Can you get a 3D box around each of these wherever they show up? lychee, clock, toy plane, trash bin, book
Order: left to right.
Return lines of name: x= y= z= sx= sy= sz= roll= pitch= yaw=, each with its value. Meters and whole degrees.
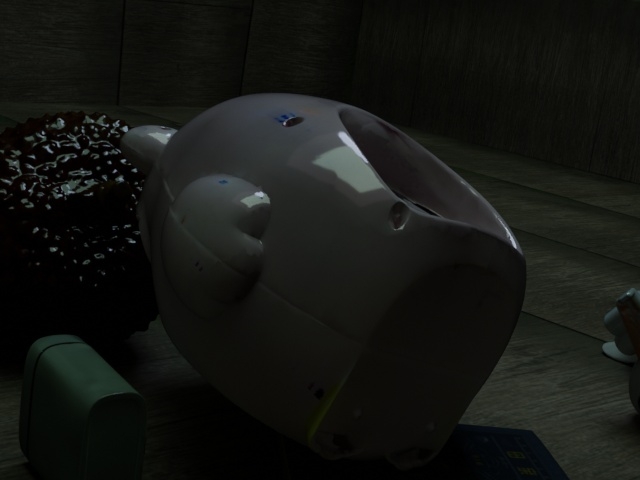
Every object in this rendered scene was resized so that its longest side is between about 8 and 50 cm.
lychee: x=-0.280 y=-0.010 z=1.202 sx=0.276 sy=0.275 sz=0.304 roll=-1 pitch=-19 yaw=-34
trash bin: x=-0.196 y=0.152 z=0.891 sx=0.059 sy=0.116 sz=0.130 roll=-3 pitch=17 yaw=-35
clock: x=0.000 y=0.000 z=1.027 sx=0.368 sy=0.250 sz=0.377 roll=19 pitch=17 yaw=-46
book: x=0.096 y=0.211 z=1.016 sx=0.269 sy=0.025 sz=0.191 roll=6 pitch=13 yaw=-7
toy plane: x=0.417 y=0.136 z=1.169 sx=0.245 sy=0.244 sz=0.117 roll=15 pitch=44 yaw=29

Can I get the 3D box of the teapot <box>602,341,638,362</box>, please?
teapot: x=0.509 y=0.125 z=1.393 sx=0.298 sy=0.139 sz=0.204 roll=17 pitch=14 yaw=42
